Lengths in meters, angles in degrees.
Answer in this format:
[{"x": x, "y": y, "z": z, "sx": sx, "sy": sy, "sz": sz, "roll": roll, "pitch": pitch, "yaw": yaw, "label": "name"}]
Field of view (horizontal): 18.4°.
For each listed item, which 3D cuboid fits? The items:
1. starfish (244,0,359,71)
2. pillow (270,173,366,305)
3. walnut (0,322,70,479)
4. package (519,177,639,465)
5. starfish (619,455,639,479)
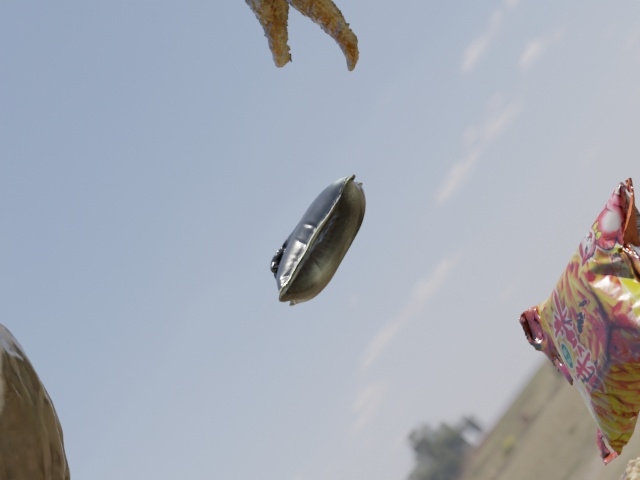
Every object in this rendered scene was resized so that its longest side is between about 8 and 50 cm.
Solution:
[{"x": -0.071, "y": -0.285, "z": 1.894, "sx": 0.060, "sy": 0.302, "sz": 0.299, "roll": -37, "pitch": 18, "yaw": -34, "label": "starfish"}, {"x": 0.002, "y": 0.001, "z": 1.830, "sx": 0.136, "sy": 0.055, "sz": 0.091, "roll": -57, "pitch": -35, "yaw": 1, "label": "pillow"}, {"x": -0.189, "y": 0.124, "z": 0.881, "sx": 0.178, "sy": 0.178, "sz": 0.230, "roll": 88, "pitch": -179, "yaw": -77, "label": "walnut"}, {"x": 0.345, "y": 0.095, "z": 2.271, "sx": 0.108, "sy": 0.223, "sz": 0.288, "roll": -7, "pitch": -33, "yaw": -22, "label": "package"}, {"x": 0.264, "y": 0.262, "z": 1.705, "sx": 0.303, "sy": 0.113, "sz": 0.312, "roll": -17, "pitch": 50, "yaw": 53, "label": "starfish"}]
